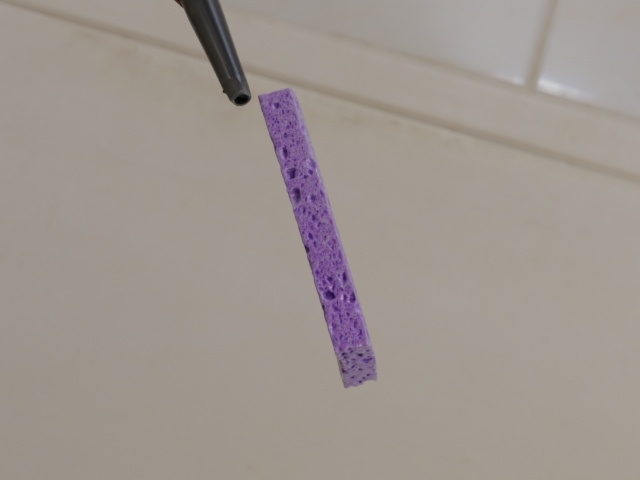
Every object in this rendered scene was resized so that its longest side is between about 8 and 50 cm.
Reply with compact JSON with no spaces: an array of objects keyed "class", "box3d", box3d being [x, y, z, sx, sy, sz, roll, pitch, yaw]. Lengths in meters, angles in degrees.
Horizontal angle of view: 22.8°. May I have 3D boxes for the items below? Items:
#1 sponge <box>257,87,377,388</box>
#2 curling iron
[{"class":"sponge","box3d":[0.000,0.000,1.207,0.117,0.031,0.210,74,0,-72]},{"class":"curling iron","box3d":[-0.114,-0.205,1.253,0.035,0.068,0.274,-54,-129,39]}]
